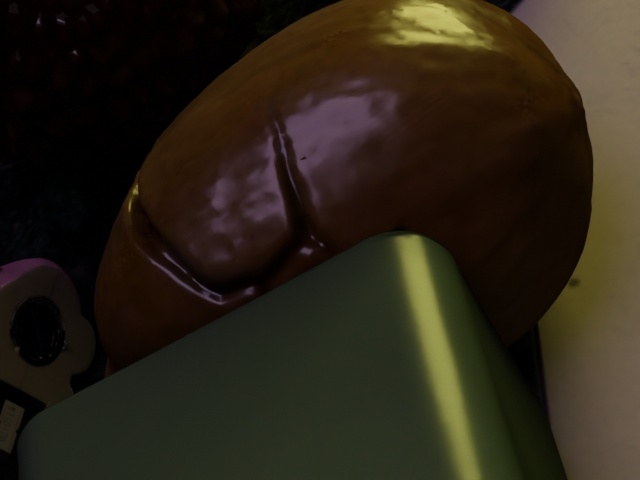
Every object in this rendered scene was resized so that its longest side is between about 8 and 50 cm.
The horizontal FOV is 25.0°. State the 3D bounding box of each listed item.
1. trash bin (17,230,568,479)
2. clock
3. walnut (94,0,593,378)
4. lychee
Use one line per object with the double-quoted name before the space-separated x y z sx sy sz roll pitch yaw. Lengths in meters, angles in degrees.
"trash bin" 0.003 0.176 0.536 0.223 0.158 0.343 -28 29 9
"clock" -0.259 0.104 0.920 0.195 0.100 0.194 -3 60 36
"walnut" 0.000 0.000 0.735 0.298 0.203 0.203 -38 45 12
"lychee" -0.181 -0.194 0.953 0.306 0.306 0.330 -58 18 -13
